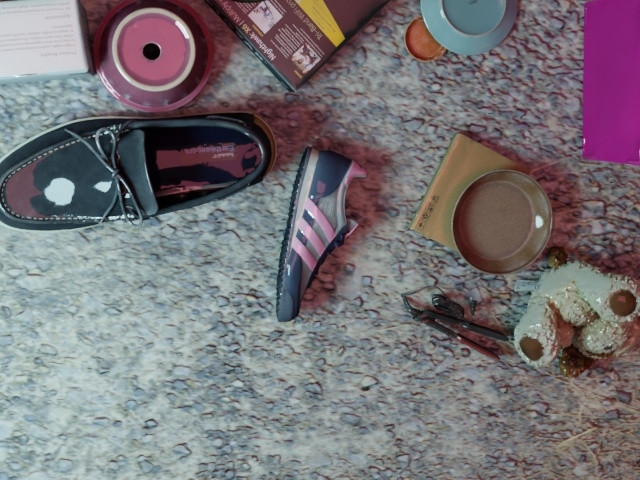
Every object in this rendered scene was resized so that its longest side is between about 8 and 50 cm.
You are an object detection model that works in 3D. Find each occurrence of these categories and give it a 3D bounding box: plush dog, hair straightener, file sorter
[{"bbox_3d":[0.511,0.142,1.719,0.262,0.210,0.225,-34,120,25],"label":"plush dog"},{"bbox_3d":[0.259,0.142,1.726,0.231,0.047,0.089,27,93,-9],"label":"hair straightener"},{"bbox_3d":[0.604,-0.290,1.634,0.182,0.202,0.290,-4,100,-13],"label":"file sorter"}]

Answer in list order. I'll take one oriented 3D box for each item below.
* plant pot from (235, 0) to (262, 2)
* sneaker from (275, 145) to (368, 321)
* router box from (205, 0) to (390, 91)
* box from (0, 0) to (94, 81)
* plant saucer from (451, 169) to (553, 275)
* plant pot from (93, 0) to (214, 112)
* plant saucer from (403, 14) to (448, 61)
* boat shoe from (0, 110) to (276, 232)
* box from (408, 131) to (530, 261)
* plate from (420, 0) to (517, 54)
[{"bbox_3d":[-0.100,-0.482,1.376,0.216,0.230,0.215,-2,99,-10],"label":"plant pot"},{"bbox_3d":[0.000,0.000,1.617,0.131,0.112,0.318,11,98,-9],"label":"sneaker"},{"bbox_3d":[-0.065,-0.446,1.549,0.243,0.081,0.309,-44,103,-1],"label":"router box"},{"bbox_3d":[-0.462,-0.315,1.449,0.181,0.182,0.118,-7,99,-10],"label":"box"},{"bbox_3d":[0.332,-0.035,1.687,0.199,0.036,0.198,-2,100,-12],"label":"plant saucer"},{"bbox_3d":[-0.271,-0.307,1.485,0.202,0.180,0.201,-2,99,-11],"label":"plant pot"},{"bbox_3d":[0.191,-0.365,1.642,0.084,0.013,0.083,-1,99,-9],"label":"plant saucer"},{"bbox_3d":[-0.316,-0.120,1.522,0.501,0.156,0.186,-10,102,-7],"label":"boat shoe"},{"bbox_3d":[0.280,-0.077,1.699,0.165,0.021,0.201,25,93,-14],"label":"box"},{"bbox_3d":[0.271,-0.429,1.632,0.188,0.024,0.188,-1,96,-13],"label":"plate"}]
